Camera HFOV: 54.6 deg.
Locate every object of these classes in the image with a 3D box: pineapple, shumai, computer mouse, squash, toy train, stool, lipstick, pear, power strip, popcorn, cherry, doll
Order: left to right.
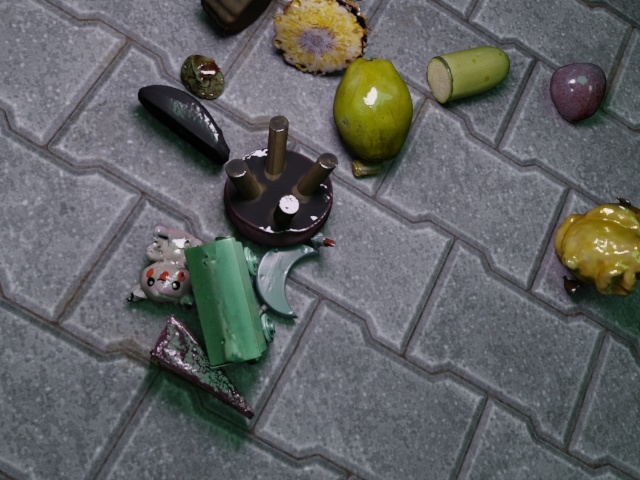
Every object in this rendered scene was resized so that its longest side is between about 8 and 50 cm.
[{"bbox_3d":[-0.344,0.065,1.415,0.149,0.095,0.192,15,74,-5],"label":"doll"},{"bbox_3d":[-0.312,-0.294,1.496,0.269,0.137,0.086,38,79,-1],"label":"computer mouse"},{"bbox_3d":[-0.295,-0.425,1.563,0.123,0.087,0.099,39,71,-1],"label":"shumai"},{"bbox_3d":[-0.192,0.131,1.362,0.120,0.202,0.301,-15,85,8],"label":"toy train"},{"bbox_3d":[-0.096,-0.137,1.470,0.272,0.178,0.272,3,65,-7],"label":"stool"},{"bbox_3d":[-0.095,0.098,1.499,0.137,0.044,0.216,23,70,-8],"label":"power strip"},{"bbox_3d":[0.001,0.001,1.505,0.030,0.129,0.030,-40,115,-22],"label":"lipstick"},{"bbox_3d":[0.018,-0.624,1.651,0.262,0.262,0.272,18,53,-10],"label":"pineapple"},{"bbox_3d":[0.135,-0.333,1.590,0.212,0.212,0.269,-6,94,-17],"label":"pear"},{"bbox_3d":[0.434,-0.481,1.751,0.247,0.132,0.133,-20,81,-18],"label":"squash"},{"bbox_3d":[0.757,-0.441,1.823,0.176,0.140,0.176,3,83,-27],"label":"cherry"},{"bbox_3d":[0.779,0.007,1.642,0.297,0.281,0.316,20,43,30],"label":"popcorn"}]

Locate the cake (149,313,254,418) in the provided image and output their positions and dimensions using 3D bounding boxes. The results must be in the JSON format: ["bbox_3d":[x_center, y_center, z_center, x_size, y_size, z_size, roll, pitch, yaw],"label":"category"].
[{"bbox_3d":[-0.262,0.297,1.365,0.295,0.116,0.113,43,73,2],"label":"cake"}]

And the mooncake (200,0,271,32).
[{"bbox_3d":[-0.198,-0.640,1.575,0.124,0.228,0.228,44,69,-5],"label":"mooncake"}]

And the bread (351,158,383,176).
[{"bbox_3d":[0.124,-0.193,1.642,0.088,0.034,0.049,-10,64,-21],"label":"bread"}]
